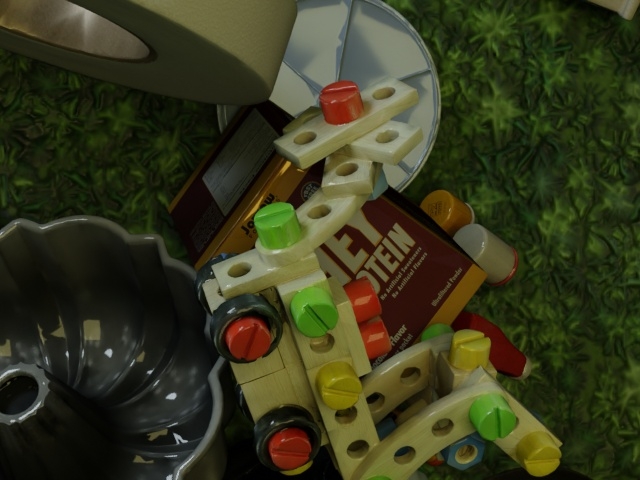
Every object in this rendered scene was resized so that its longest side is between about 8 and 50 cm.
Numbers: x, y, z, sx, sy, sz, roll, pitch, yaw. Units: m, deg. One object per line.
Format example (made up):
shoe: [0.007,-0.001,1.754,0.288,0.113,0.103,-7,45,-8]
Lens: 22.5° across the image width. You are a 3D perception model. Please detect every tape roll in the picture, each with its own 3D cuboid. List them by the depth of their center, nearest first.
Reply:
tape roll: [-0.210,-0.196,1.171,0.392,0.392,0.072,19,85,-14]

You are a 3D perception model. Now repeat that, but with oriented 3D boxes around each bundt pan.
bundt pan: [-0.212,0.148,1.234,0.330,0.124,0.331,-8,53,10]

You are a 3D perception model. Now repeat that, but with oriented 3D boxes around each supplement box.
supplement box: [0.000,0.000,1.295,0.191,0.194,0.129,35,96,-19]

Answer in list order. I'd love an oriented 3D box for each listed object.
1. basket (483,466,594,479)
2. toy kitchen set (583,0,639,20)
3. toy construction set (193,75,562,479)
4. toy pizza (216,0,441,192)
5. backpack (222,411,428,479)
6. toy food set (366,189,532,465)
basket: [0.212,0.283,1.353,0.204,0.227,0.154,-18,94,-15]
toy kitchen set: [0.236,-0.327,1.444,0.166,0.122,0.207,18,105,-14]
toy construction set: [0.033,0.057,1.133,0.215,0.151,0.328,-21,109,-5]
toy pizza: [0.007,-0.119,1.403,0.201,0.032,0.201,-1,95,-14]
backpack: [-0.013,0.267,1.281,0.213,0.276,0.263,52,57,-19]
toy food set: [0.119,0.081,1.402,0.104,0.111,0.232,31,69,-43]
